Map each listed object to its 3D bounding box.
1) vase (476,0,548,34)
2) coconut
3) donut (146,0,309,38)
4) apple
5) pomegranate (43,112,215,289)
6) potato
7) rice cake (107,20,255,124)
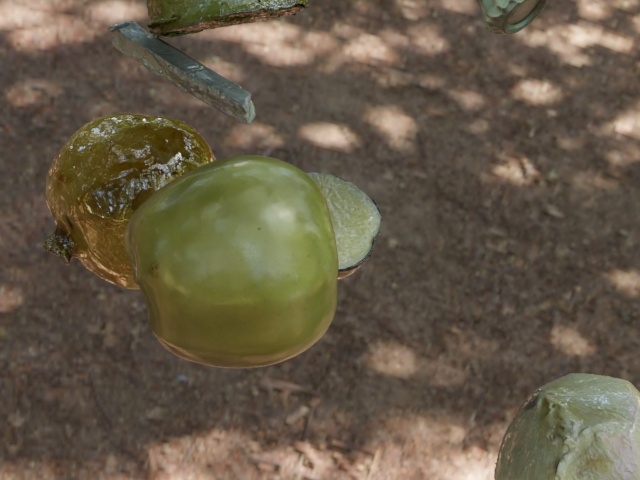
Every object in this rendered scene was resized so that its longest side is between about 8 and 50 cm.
[{"bbox_3d":[0.123,-0.234,0.988,0.081,0.081,0.149,-18,61,-35],"label":"vase"},{"bbox_3d":[0.329,0.278,1.529,0.230,0.227,0.227,45,33,-18],"label":"coconut"},{"bbox_3d":[-0.149,-0.374,1.847,0.272,0.107,0.272,-10,10,2],"label":"donut"},{"bbox_3d":[-0.098,0.031,1.431,0.262,0.262,0.262,9,38,-7],"label":"apple"},{"bbox_3d":[-0.291,-0.068,1.976,0.307,0.307,0.307,9,38,-7],"label":"pomegranate"},{"bbox_3d":[0.000,0.000,1.969,0.182,0.117,0.202,-32,61,-32],"label":"potato"},{"bbox_3d":[-0.211,-0.261,1.891,0.270,0.049,0.055,31,46,10],"label":"rice cake"}]
